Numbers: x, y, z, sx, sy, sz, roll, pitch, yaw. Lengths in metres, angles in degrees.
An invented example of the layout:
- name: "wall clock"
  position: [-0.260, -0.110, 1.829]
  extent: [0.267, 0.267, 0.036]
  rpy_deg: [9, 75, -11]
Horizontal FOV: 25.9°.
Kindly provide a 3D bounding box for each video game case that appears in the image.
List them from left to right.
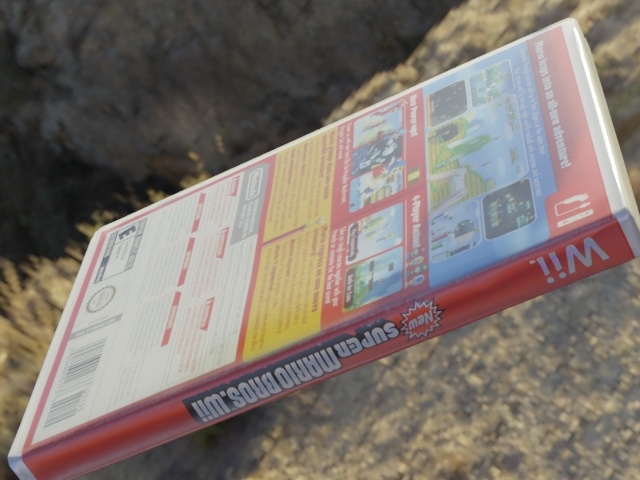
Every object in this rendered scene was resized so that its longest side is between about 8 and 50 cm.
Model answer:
- name: "video game case"
  position: [0.000, 0.000, 0.649]
  extent: [0.285, 0.025, 0.204]
  rpy_deg: [-23, 26, 16]
